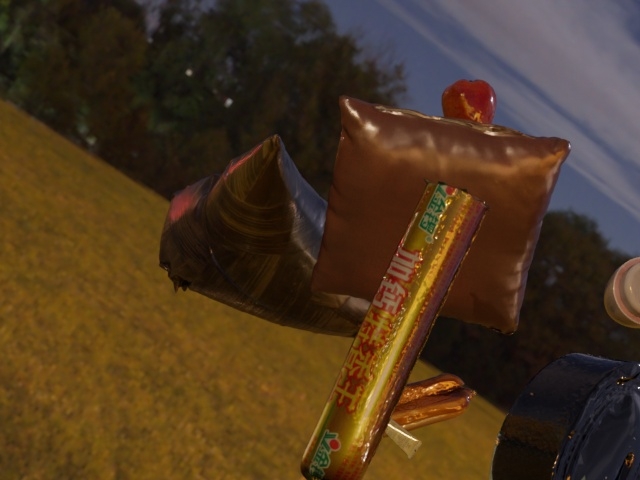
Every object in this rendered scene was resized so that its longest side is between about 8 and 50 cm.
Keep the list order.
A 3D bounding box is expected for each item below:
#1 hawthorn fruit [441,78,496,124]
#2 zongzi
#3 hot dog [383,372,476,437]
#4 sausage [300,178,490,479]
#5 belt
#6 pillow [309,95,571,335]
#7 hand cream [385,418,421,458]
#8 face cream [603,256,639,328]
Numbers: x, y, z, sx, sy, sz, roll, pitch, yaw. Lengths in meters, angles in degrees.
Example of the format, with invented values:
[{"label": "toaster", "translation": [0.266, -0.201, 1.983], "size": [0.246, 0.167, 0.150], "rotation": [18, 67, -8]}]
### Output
[{"label": "hawthorn fruit", "translation": [0.216, -0.186, 1.638], "size": [0.081, 0.093, 0.081], "rotation": [1, -5, 0]}, {"label": "zongzi", "translation": [0.000, 0.000, 1.692], "size": [0.403, 0.207, 0.432], "rotation": [23, -28, -19]}, {"label": "hot dog", "translation": [0.156, 0.290, 1.947], "size": [0.062, 0.236, 0.092], "rotation": [75, 3, -46]}, {"label": "sausage", "translation": [0.069, 0.114, 1.206], "size": [0.082, 0.371, 0.082], "rotation": [25, -3, 1]}, {"label": "belt", "translation": [0.227, 0.190, 0.991], "size": [0.078, 0.198, 0.151], "rotation": [6, -51, 46]}, {"label": "pillow", "translation": [0.149, -0.026, 1.519], "size": [0.308, 0.305, 0.108], "rotation": [12, 28, 1]}, {"label": "hand cream", "translation": [0.116, 0.304, 1.800], "size": [0.102, 0.035, 0.022], "rotation": [39, 12, 22]}, {"label": "face cream", "translation": [0.417, 0.071, 1.469], "size": [0.091, 0.091, 0.095], "rotation": [36, -16, 2]}]
